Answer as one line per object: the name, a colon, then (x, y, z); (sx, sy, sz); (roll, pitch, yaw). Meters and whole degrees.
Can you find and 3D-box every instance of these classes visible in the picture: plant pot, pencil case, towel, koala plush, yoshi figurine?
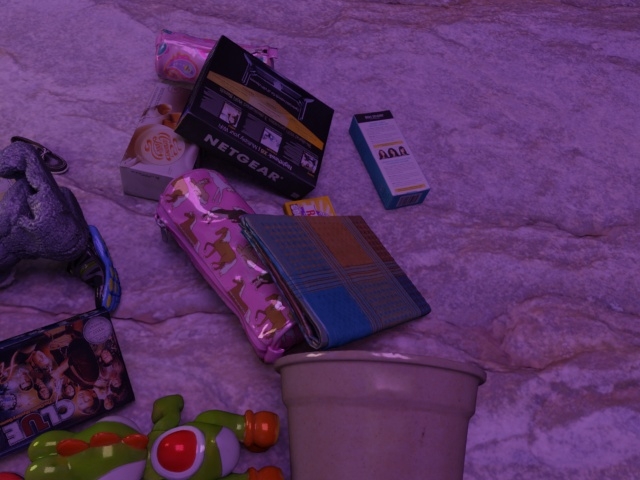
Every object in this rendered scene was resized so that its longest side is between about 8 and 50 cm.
plant pot: (0.080, 0.347, 0.841); (0.333, 0.334, 0.306); (8, 68, -8)
pencil case: (-0.247, -0.428, 1.344); (0.283, 0.124, 0.124); (6, 58, -8)
towel: (0.041, 0.059, 1.049); (0.370, 0.040, 0.271); (-3, 53, -53)
koala plush: (-0.534, -0.013, 0.964); (0.221, 0.196, 0.203); (-30, 60, -11)
pencil case: (-0.149, 0.043, 1.051); (0.167, 0.160, 0.386); (-41, 73, -3)
yoshi figurine: (-0.252, 0.348, 0.863); (0.362, 0.203, 0.203); (9, 97, -23)

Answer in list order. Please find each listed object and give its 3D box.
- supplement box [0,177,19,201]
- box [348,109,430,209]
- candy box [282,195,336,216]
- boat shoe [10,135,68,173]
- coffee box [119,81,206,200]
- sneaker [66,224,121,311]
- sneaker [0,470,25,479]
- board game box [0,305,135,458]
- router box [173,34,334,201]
supplement box: (-0.597, -0.072, 1.067); (0.083, 0.083, 0.056); (-27, 68, -25)
box: (0.158, -0.193, 1.321); (0.100, 0.060, 0.244); (-12, 62, -19)
candy box: (0.000, 0.000, 1.187); (0.105, 0.027, 0.206); (-10, 61, -22)
boat shoe: (-0.582, -0.179, 1.164); (0.125, 0.038, 0.046); (27, 57, 5)
coffee box: (-0.317, -0.207, 1.203); (0.141, 0.098, 0.247); (14, 57, -4)
sneaker: (-0.424, 0.058, 1.043); (0.078, 0.067, 0.188); (-24, 63, -12)
sneaker: (-0.553, 0.392, 0.768); (0.278, 0.118, 0.107); (-13, 63, -19)
board game box: (-0.433, 0.222, 0.877); (0.243, 0.042, 0.165); (-20, 105, -28)
router box: (-0.130, -0.262, 1.222); (0.308, 0.081, 0.243); (29, 53, -23)
